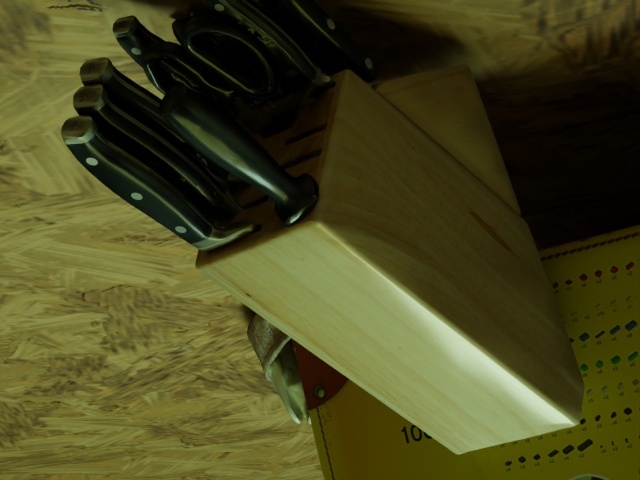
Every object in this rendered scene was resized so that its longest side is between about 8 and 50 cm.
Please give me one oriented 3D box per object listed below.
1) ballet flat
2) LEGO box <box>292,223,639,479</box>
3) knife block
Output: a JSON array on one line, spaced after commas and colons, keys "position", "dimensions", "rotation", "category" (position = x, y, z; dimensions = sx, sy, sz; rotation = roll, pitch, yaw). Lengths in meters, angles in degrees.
[{"position": [0.004, 0.081, 1.328], "dimensions": [0.108, 0.106, 0.316], "rotation": [-2, 161, -7], "category": "ballet flat"}, {"position": [0.296, 0.069, 1.084], "dimensions": [0.500, 0.193, 0.372], "rotation": [-16, 175, 31], "category": "LEGO box"}, {"position": [0.000, 0.000, 0.884], "dimensions": [0.088, 0.275, 0.242], "rotation": [-20, 180, 40], "category": "knife block"}]
